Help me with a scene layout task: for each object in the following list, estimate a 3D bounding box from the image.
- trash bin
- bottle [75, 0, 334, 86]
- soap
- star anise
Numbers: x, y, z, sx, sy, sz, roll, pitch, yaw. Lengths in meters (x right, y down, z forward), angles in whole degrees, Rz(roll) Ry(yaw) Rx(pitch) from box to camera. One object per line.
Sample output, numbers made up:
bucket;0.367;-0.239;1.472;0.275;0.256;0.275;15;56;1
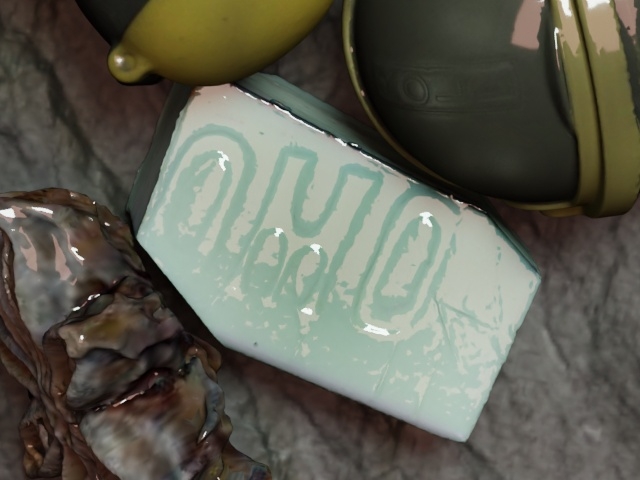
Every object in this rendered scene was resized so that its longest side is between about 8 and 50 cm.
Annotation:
trash bin;0.176;-0.126;1.023;0.334;0.214;0.214;-11;97;-3
bottle;-0.125;-0.233;1.007;0.171;0.171;0.351;-41;88;5
soap;0.000;0.000;1.099;0.230;0.091;0.145;23;97;-4
star anise;-0.106;0.074;1.061;0.109;0.223;0.236;-24;99;-24
